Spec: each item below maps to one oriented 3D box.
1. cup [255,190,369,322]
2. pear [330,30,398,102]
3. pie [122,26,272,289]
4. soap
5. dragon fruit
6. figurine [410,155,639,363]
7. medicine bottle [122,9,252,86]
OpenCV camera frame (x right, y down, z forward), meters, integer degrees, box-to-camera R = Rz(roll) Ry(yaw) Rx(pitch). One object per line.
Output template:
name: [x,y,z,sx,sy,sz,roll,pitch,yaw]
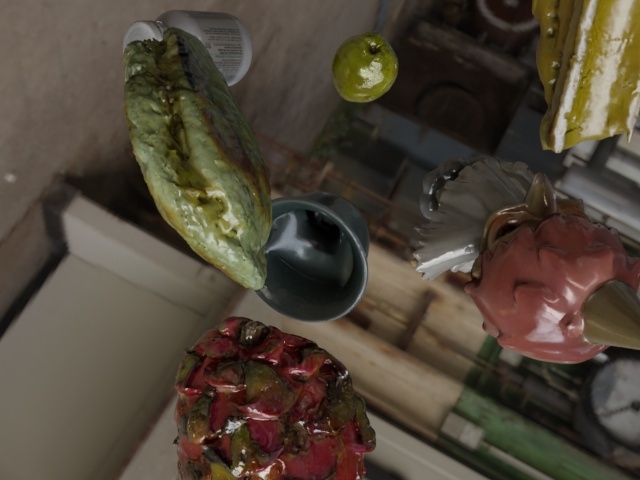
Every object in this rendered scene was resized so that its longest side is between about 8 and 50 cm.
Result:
cup: [0.000,0.000,1.602,0.150,0.199,0.199,-49,164,-56]
pear: [0.071,-0.277,1.749,0.107,0.107,0.131,-57,175,-33]
pie: [-0.100,-0.076,0.913,0.090,0.248,0.201,-24,146,4]
soap: [0.408,-0.333,1.685,0.304,0.169,0.339,-92,-170,-66]
dragon fruit: [-0.078,0.237,1.384,0.250,0.291,0.269,-15,166,-33]
figurine: [0.207,0.016,1.042,0.387,0.207,0.166,-124,-146,-64]
medicine bottle: [-0.234,-0.333,1.893,0.215,0.135,0.135,-11,133,-49]
